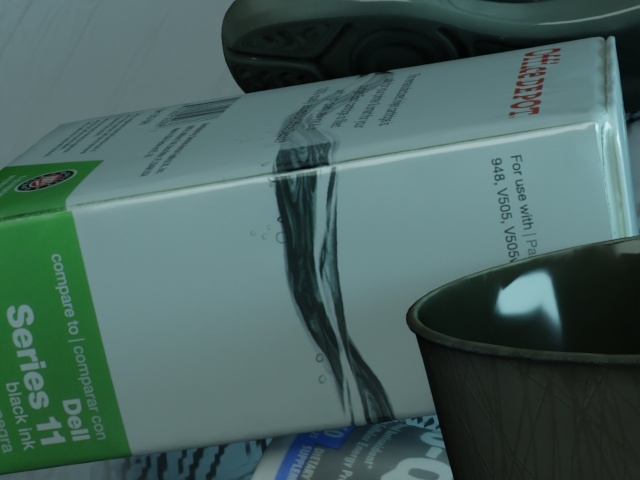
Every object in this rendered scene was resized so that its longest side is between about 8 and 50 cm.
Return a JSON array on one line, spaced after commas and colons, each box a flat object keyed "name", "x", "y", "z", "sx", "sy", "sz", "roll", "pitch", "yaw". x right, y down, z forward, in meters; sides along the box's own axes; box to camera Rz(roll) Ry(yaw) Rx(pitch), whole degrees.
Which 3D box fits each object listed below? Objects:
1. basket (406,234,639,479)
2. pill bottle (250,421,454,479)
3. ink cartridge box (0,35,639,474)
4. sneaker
[{"name": "basket", "x": 0.121, "y": 0.117, "z": 0.438, "sx": 0.154, "sy": 0.227, "sz": 0.204, "roll": -13, "pitch": 8, "yaw": -27}, {"name": "pill bottle", "x": 0.050, "y": 0.101, "z": 0.574, "sx": 0.137, "sy": 0.078, "sz": 0.078, "roll": 10, "pitch": 60, "yaw": 23}, {"name": "ink cartridge box", "x": 0.000, "y": 0.000, "z": 0.612, "sx": 0.208, "sy": 0.087, "sz": 0.153, "roll": -9, "pitch": 14, "yaw": 12}, {"name": "sneaker", "x": 0.075, "y": -0.110, "z": 0.712, "sx": 0.227, "sy": 0.087, "sz": 0.130, "roll": -10, "pitch": 52, "yaw": 7}]
